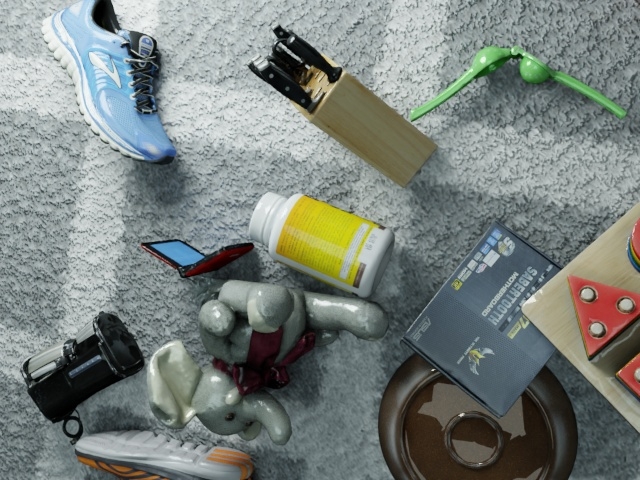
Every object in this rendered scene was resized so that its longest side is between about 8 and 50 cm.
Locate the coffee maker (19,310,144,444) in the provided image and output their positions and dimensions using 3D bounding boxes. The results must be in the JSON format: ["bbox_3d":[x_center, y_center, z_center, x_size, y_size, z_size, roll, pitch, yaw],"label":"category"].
[{"bbox_3d":[-0.405,0.236,1.221,0.178,0.120,0.171,-29,109,15],"label":"coffee maker"}]

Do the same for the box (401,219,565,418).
[{"bbox_3d":[0.261,0.115,1.027,0.183,0.059,0.233,39,87,11],"label":"box"}]

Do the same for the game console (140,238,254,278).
[{"bbox_3d":[-0.196,0.009,1.126,0.124,0.144,0.085,-30,86,14],"label":"game console"}]

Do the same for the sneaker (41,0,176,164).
[{"bbox_3d":[-0.332,-0.274,1.157,0.147,0.130,0.330,-33,84,16],"label":"sneaker"}]

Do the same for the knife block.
[{"bbox_3d":[0.028,-0.196,1.007,0.275,0.242,0.088,41,103,9],"label":"knife block"}]

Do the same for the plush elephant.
[{"bbox_3d":[-0.108,0.193,1.058,0.330,0.272,0.255,5,84,39],"label":"plush elephant"}]

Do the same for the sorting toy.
[{"bbox_3d":[0.441,0.091,0.895,0.257,0.089,0.255,-42,65,4],"label":"sorting toy"}]

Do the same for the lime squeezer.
[{"bbox_3d":[0.290,-0.235,1.025,0.310,0.059,0.110,2,75,13],"label":"lime squeezer"}]

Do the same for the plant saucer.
[{"bbox_3d":[0.240,0.305,1.079,0.310,0.050,0.311,1,93,13],"label":"plant saucer"}]

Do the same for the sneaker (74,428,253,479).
[{"bbox_3d":[-0.277,0.436,1.180,0.321,0.124,0.180,8,94,14],"label":"sneaker"}]

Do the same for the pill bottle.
[{"bbox_3d":[0.000,0.000,1.089,0.215,0.117,0.117,23,98,12],"label":"pill bottle"}]
